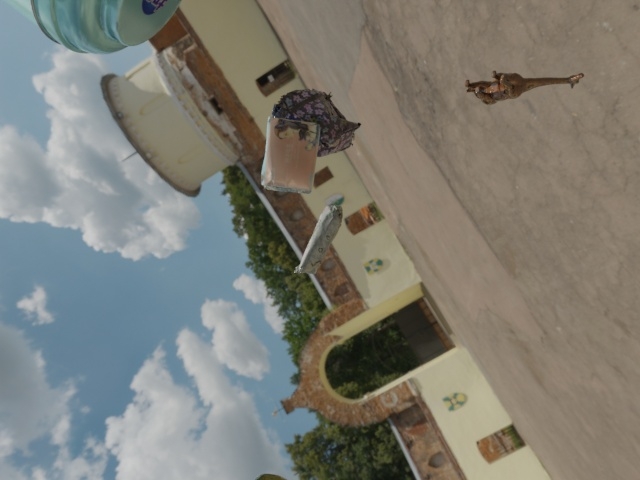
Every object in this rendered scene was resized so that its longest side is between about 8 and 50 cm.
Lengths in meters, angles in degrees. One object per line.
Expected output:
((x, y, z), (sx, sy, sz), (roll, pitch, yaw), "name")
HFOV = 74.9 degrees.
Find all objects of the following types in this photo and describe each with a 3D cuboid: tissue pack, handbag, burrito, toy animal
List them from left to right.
((-0.041, -0.113, 0.574), (0.059, 0.074, 0.094), (-166, 81, -82), "tissue pack")
((-0.018, -0.336, 1.193), (0.208, 0.126, 0.229), (45, -134, 12), "handbag")
((0.001, 0.001, 1.065), (0.064, 0.202, 0.064), (26, -177, -2), "burrito")
((0.512, -0.398, 1.063), (0.224, 0.230, 0.066), (-6, 86, 52), "toy animal")

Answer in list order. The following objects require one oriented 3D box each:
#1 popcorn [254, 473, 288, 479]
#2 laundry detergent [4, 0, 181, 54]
((-0.071, 0.263, 0.251), (0.186, 0.187, 0.167), (6, -145, -37), "popcorn")
((-0.343, -0.432, 0.548), (0.305, 0.287, 0.287), (36, -170, -12), "laundry detergent")
